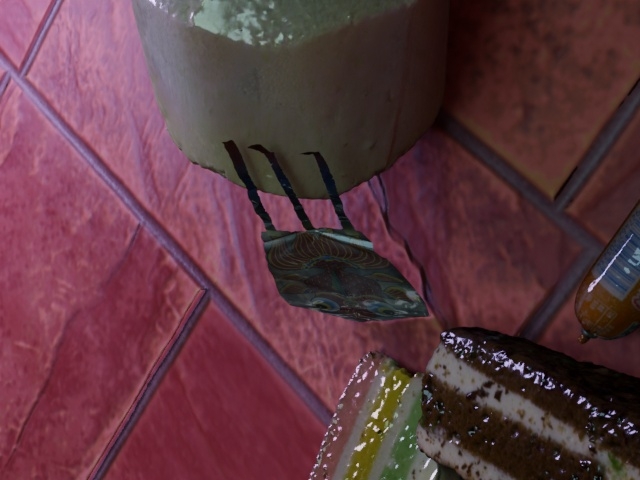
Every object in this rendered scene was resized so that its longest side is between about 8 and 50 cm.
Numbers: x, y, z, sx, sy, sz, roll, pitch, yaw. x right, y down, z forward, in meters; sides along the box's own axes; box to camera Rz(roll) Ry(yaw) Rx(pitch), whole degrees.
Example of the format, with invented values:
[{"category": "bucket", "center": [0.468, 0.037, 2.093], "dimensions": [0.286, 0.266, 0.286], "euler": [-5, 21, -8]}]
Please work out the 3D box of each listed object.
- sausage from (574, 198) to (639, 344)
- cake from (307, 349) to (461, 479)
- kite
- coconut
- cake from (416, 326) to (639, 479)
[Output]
[{"category": "sausage", "center": [0.265, -0.068, 0.764], "dimensions": [0.053, 0.053, 0.348], "euler": [44, 114, 30]}, {"category": "cake", "center": [0.036, 0.205, 0.910], "dimensions": [0.109, 0.090, 0.225], "euler": [17, 98, 40]}, {"category": "kite", "center": [0.001, -0.003, 0.881], "dimensions": [0.127, 0.229, 0.016], "euler": [2, 57, 20]}, {"category": "coconut", "center": [-0.020, -0.177, 0.858], "dimensions": [0.239, 0.239, 0.244], "euler": [40, 148, 31]}, {"category": "cake", "center": [0.154, 0.136, 0.769], "dimensions": [0.246, 0.135, 0.112], "euler": [19, 100, 25]}]
